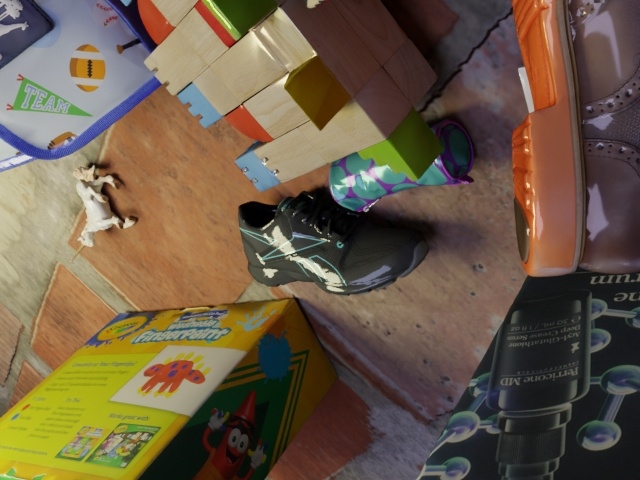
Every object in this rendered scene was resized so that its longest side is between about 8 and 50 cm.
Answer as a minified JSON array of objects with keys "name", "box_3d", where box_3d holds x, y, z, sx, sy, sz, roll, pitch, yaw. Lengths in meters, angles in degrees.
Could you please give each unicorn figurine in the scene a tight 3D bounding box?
[{"name":"unicorn figurine","box_3d":[-0.350,-0.045,1.102,0.111,0.060,0.161,7,110,34]}]

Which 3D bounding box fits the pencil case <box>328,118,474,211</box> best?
[{"name":"pencil case","box_3d":[0.083,-0.076,0.736,0.152,0.065,0.070,-14,97,43]}]

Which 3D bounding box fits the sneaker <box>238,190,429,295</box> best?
[{"name":"sneaker","box_3d":[0.000,0.000,0.833,0.268,0.101,0.106,-2,119,38]}]

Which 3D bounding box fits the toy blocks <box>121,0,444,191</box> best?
[{"name":"toy blocks","box_3d":[-0.076,-0.204,0.696,0.381,0.190,0.261,49,151,-17]}]

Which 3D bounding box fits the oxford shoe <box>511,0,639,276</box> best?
[{"name":"oxford shoe","box_3d":[0.205,-0.157,0.482,0.133,0.130,0.363,0,100,9]}]

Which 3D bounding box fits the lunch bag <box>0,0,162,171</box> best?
[{"name":"lunch bag","box_3d":[-0.400,-0.253,0.791,0.386,0.238,0.328,-9,141,32]}]

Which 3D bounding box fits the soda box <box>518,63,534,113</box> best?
[{"name":"soda box","box_3d":[0.273,-0.132,0.544,0.216,0.069,0.073,-2,121,39]}]

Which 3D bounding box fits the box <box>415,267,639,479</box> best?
[{"name":"box","box_3d":[0.284,0.168,0.529,0.294,0.395,0.211,-7,118,40]}]

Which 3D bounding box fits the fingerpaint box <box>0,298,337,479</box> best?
[{"name":"fingerpaint box","box_3d":[-0.258,0.268,1.036,0.445,0.371,0.163,-9,117,40]}]

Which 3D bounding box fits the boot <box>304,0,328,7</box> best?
[{"name":"boot","box_3d":[-0.068,-0.293,0.479,0.284,0.377,0.138,53,155,-18]}]
